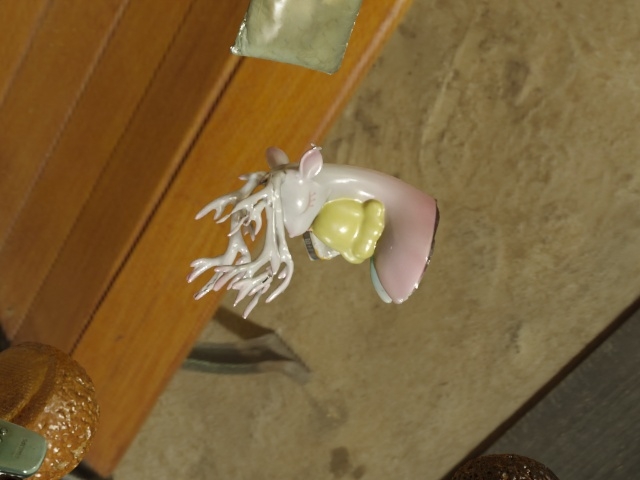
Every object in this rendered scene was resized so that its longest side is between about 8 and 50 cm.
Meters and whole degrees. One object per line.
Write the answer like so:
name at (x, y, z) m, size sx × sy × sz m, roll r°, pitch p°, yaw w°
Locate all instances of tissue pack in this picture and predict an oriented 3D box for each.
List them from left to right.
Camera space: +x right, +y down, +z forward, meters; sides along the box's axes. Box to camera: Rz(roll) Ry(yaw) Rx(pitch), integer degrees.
tissue pack at (0.000, 0.000, 1.582) m, size 0.062 × 0.042 × 0.083 m, roll 70°, pitch 164°, yaw -5°

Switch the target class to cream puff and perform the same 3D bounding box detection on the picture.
cream puff at (-0.564, 0.353, 1.901) m, size 0.303 × 0.212 × 0.303 m, roll -15°, pitch 41°, yaw 13°
cream puff at (0.325, 0.496, 1.719) m, size 0.239 × 0.165 × 0.239 m, roll 7°, pitch 112°, yaw 17°

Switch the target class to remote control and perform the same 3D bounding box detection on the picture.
remote control at (-0.431, 0.231, 1.147) m, size 0.222 × 0.072 × 0.042 m, roll 14°, pitch 133°, yaw 0°

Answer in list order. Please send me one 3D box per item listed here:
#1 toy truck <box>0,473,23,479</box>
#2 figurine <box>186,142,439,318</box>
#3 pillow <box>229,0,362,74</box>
toy truck at (-0.168, 0.263, 0.620) m, size 0.257 × 0.127 × 0.127 m, roll 18°, pitch 125°, yaw 32°
figurine at (-0.015, -0.003, 1.383) m, size 0.316 × 0.206 × 0.284 m, roll 25°, pitch 83°, yaw -8°
pillow at (-0.009, -0.399, 1.454) m, size 0.302 × 0.185 × 0.075 m, roll -69°, pitch 28°, yaw 26°
